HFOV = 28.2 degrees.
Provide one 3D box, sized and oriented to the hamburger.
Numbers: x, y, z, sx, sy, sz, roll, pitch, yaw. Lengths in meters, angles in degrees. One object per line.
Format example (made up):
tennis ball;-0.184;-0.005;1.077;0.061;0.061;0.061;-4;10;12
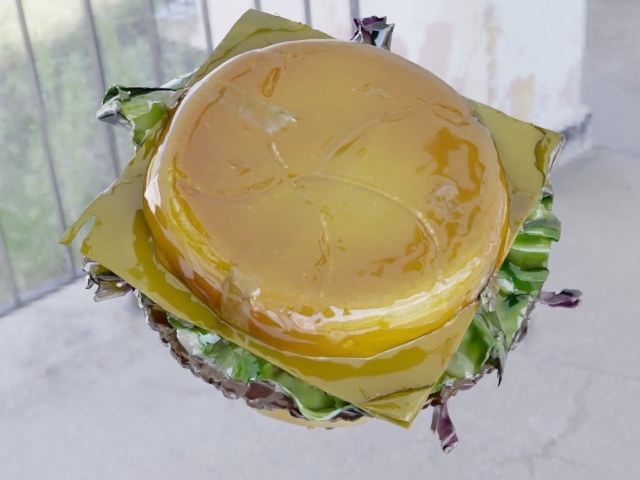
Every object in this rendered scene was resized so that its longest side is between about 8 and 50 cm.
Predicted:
hamburger;-0.002;-0.003;0.491;0.189;0.093;0.164;39;61;14
